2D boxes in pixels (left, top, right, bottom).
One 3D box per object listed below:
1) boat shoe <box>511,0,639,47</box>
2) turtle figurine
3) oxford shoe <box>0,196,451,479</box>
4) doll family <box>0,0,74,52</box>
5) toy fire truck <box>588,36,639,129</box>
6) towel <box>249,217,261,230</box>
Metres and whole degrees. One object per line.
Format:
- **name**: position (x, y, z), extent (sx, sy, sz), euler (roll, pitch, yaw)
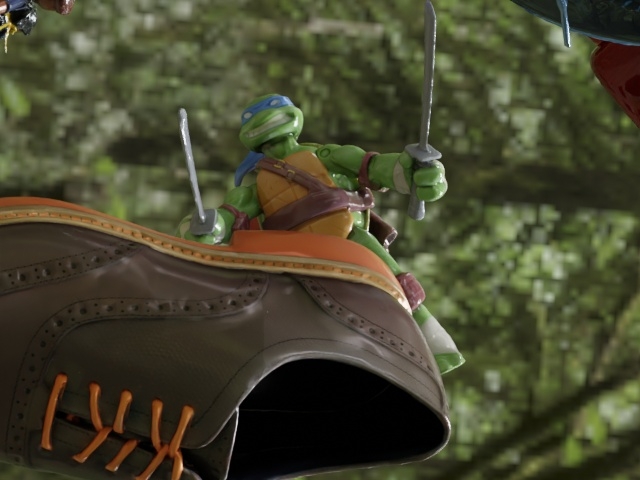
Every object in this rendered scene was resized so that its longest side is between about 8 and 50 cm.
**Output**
- **boat shoe**: position (0.080, -0.151, 0.829), extent (0.089, 0.258, 0.109), euler (51, 60, -80)
- **turtle figurine**: position (0.000, 0.000, 1.510), extent (0.274, 0.197, 0.266), euler (-32, -99, 61)
- **oxford shoe**: position (-0.077, 0.048, 0.725), extent (0.098, 0.271, 0.097), euler (-124, -142, -51)
- **doll family**: position (-0.212, -0.165, 1.240), extent (0.193, 0.111, 0.076), euler (-99, -162, -56)
- **toy fire truck**: position (0.171, -0.190, 1.051), extent (0.169, 0.254, 0.302), euler (-44, -142, 16)
- **towel**: position (-0.059, 0.103, 1.743), extent (0.199, 0.031, 0.275), euler (17, -91, 64)
